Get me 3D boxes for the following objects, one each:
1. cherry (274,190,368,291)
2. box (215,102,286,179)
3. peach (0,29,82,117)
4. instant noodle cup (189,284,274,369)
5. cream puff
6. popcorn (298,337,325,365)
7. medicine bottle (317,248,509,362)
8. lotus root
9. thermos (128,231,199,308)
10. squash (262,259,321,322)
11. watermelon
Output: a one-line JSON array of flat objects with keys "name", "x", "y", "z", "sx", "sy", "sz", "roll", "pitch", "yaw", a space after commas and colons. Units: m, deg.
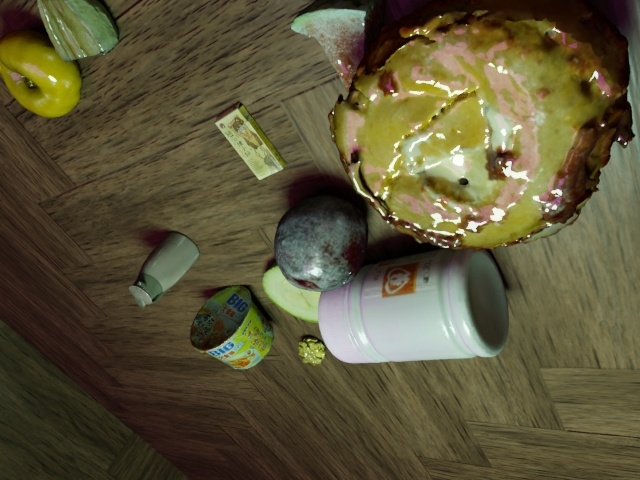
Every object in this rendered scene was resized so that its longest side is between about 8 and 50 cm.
[{"name": "cherry", "x": -0.004, "y": 0.008, "z": 0.895, "sx": 0.195, "sy": 0.195, "sz": 0.195, "roll": 16, "pitch": 137, "yaw": 16}, {"name": "box", "x": -0.136, "y": -0.189, "z": 0.900, "sx": 0.073, "sy": 0.020, "sz": 0.149, "roll": -17, "pitch": 120, "yaw": 41}, {"name": "peach", "x": -0.574, "y": -0.341, "z": 0.944, "sx": 0.179, "sy": 0.103, "sz": 0.179, "roll": 17, "pitch": 135, "yaw": 18}, {"name": "instant noodle cup", "x": -0.234, "y": 0.247, "z": 1.268, "sx": 0.205, "sy": 0.205, "sz": 0.153, "roll": -5, "pitch": 138, "yaw": 34}, {"name": "cream puff", "x": 0.200, "y": -0.144, "z": 0.593, "sx": 0.351, "sy": 0.228, "sz": 0.350, "roll": 12, "pitch": 121, "yaw": 21}, {"name": "popcorn", "x": -0.027, "y": 0.310, "z": 1.301, "sx": 0.083, "sy": 0.057, "sz": 0.082, "roll": 6, "pitch": 132, "yaw": 29}, {"name": "medicine bottle", "x": 0.173, "y": 0.131, "z": 0.899, "sx": 0.316, "sy": 0.202, "sz": 0.202, "roll": -15, "pitch": 122, "yaw": 39}, {"name": "lotus root", "x": -0.437, "y": -0.402, "z": 0.831, "sx": 0.143, "sy": 0.070, "sz": 0.144, "roll": 13, "pitch": 140, "yaw": 28}, {"name": "thermos", "x": -0.410, "y": 0.089, "z": 1.203, "sx": 0.105, "sy": 0.193, "sz": 0.137, "roll": 24, "pitch": 139, "yaw": 6}, {"name": "squash", "x": -0.037, "y": 0.126, "z": 1.137, "sx": 0.219, "sy": 0.041, "sz": 0.219, "roll": 16, "pitch": 137, "yaw": 16}, {"name": "watermelon", "x": 0.060, "y": -0.284, "z": 0.642, "sx": 0.158, "sy": 0.098, "sz": 0.121, "roll": 51, "pitch": 150, "yaw": -15}]
